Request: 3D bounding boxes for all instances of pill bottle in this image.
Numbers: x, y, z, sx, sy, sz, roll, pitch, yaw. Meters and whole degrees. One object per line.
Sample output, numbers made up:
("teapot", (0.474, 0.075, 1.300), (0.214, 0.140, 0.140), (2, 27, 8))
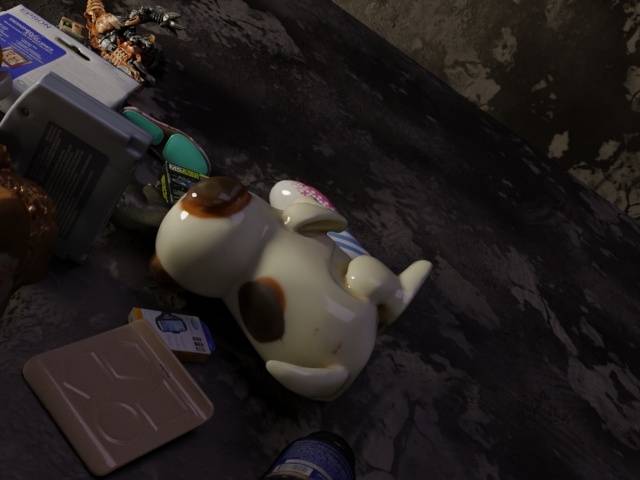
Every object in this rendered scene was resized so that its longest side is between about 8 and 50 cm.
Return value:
("pill bottle", (-0.019, 0.346, 1.149), (0.123, 0.123, 0.219), (41, 16, 6))

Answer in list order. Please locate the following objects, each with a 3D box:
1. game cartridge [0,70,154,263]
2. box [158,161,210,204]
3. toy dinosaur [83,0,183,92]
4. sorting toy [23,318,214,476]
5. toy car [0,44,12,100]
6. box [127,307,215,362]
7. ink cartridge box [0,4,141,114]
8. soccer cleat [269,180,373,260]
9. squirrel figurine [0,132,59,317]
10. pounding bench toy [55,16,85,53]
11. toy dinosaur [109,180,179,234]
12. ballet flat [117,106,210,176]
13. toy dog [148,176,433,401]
("game cartridge", (-0.388, -0.104, 1.226), (0.198, 0.297, 0.062), (35, 40, -7))
("box", (-0.220, -0.059, 1.626), (0.190, 0.045, 0.184), (18, 31, -31))
("toy dinosaur", (-0.443, -0.464, 1.875), (0.218, 0.164, 0.322), (-13, 76, -37))
("sorting toy", (-0.278, 0.214, 1.154), (0.193, 0.038, 0.208), (48, 38, 18))
("toy car", (-0.630, -0.287, 1.399), (0.136, 0.159, 0.182), (5, 43, 30))
("box", (-0.233, 0.152, 1.312), (0.136, 0.028, 0.081), (16, 35, -40))
("ink cartridge box", (-0.546, -0.325, 1.624), (0.303, 0.072, 0.307), (34, 26, -5))
("soccer cleat", (0.000, 0.000, 1.713), (0.331, 0.116, 0.143), (45, 28, 13))
("squirrel figurine", (-0.546, -0.038, 1.030), (0.370, 0.281, 0.397), (26, 26, 2))
("pounding bench toy", (-0.563, -0.452, 1.804), (0.083, 0.052, 0.065), (21, 32, -28))
("toy dinosaur", (-0.325, -0.062, 1.423), (0.313, 0.121, 0.160), (33, 16, -41))
("ballet flat", (-0.319, -0.205, 1.708), (0.221, 0.077, 0.079), (32, 9, -9))
("toy dog", (-0.088, 0.074, 1.379), (0.408, 0.284, 0.395), (38, 39, 4))
